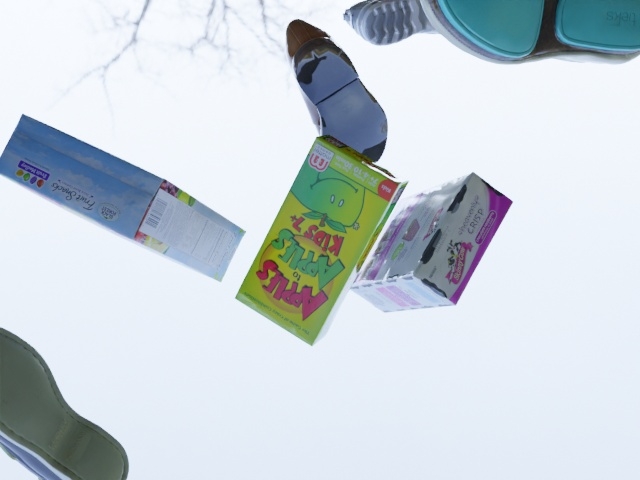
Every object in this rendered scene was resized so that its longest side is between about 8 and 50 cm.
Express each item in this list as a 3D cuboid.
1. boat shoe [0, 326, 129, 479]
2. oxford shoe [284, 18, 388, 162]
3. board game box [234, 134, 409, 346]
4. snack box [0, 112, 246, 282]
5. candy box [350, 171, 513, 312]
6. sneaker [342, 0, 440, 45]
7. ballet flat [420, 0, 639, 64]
[{"bbox_3d":[-0.277,0.167,0.927,0.227,0.069,0.081,55,-135,-27],"label":"boat shoe"},{"bbox_3d":[0.017,-0.149,1.022,0.076,0.212,0.076,-28,-128,-1],"label":"oxford shoe"},{"bbox_3d":[0.000,0.000,0.946,0.092,0.181,0.043,31,-164,11],"label":"board game box"},{"bbox_3d":[-0.193,-0.037,0.989,0.175,0.070,0.207,25,177,22],"label":"snack box"},{"bbox_3d":[0.139,0.009,1.295,0.071,0.233,0.159,34,-105,-11],"label":"candy box"},{"bbox_3d":[0.168,-0.410,1.708,0.281,0.105,0.115,-13,-150,-29],"label":"sneaker"},{"bbox_3d":[0.146,-0.169,0.724,0.248,0.086,0.086,4,-132,-37],"label":"ballet flat"}]
